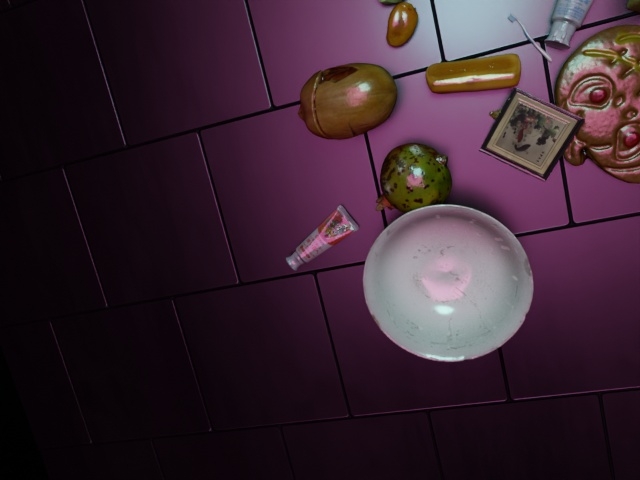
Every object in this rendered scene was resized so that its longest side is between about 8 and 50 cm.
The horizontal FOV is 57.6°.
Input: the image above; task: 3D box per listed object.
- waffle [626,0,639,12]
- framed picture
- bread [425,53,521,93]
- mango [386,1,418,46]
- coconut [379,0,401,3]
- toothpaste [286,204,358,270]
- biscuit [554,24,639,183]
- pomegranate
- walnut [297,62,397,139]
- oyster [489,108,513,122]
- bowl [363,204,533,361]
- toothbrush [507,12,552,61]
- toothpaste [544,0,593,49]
[{"bbox_3d":[0.791,-0.676,1.242,0.077,0.304,0.349,18,105,9],"label":"waffle"},{"bbox_3d":[0.548,-0.273,1.520,0.199,0.010,0.195,28,127,9],"label":"framed picture"},{"bbox_3d":[0.396,-0.428,1.516,0.239,0.074,0.093,-2,67,15],"label":"bread"},{"bbox_3d":[0.212,-0.569,1.536,0.080,0.060,0.114,25,107,-10],"label":"mango"},{"bbox_3d":[0.189,-0.657,1.513,0.082,0.081,0.083,36,130,39],"label":"coconut"},{"bbox_3d":[0.000,0.000,1.740,0.234,0.057,0.089,-39,91,11],"label":"toothpaste"},{"bbox_3d":[0.762,-0.322,1.458,0.394,0.070,0.350,44,109,0],"label":"biscuit"},{"bbox_3d":[0.247,-0.159,1.585,0.198,0.246,0.199,3,76,-12],"label":"pomegranate"},{"bbox_3d":[0.064,-0.366,1.557,0.297,0.203,0.203,-13,101,33],"label":"walnut"},{"bbox_3d":[0.499,-0.330,1.542,0.093,0.034,0.052,-16,92,21],"label":"oyster"},{"bbox_3d":[0.347,0.096,1.599,0.434,0.196,0.436,3,104,14],"label":"bowl"},{"bbox_3d":[0.541,-0.521,1.493,0.017,0.014,0.162,-44,91,5],"label":"toothbrush"},{"bbox_3d":[0.638,-0.624,1.420,0.113,0.073,0.300,22,101,8],"label":"toothpaste"}]
